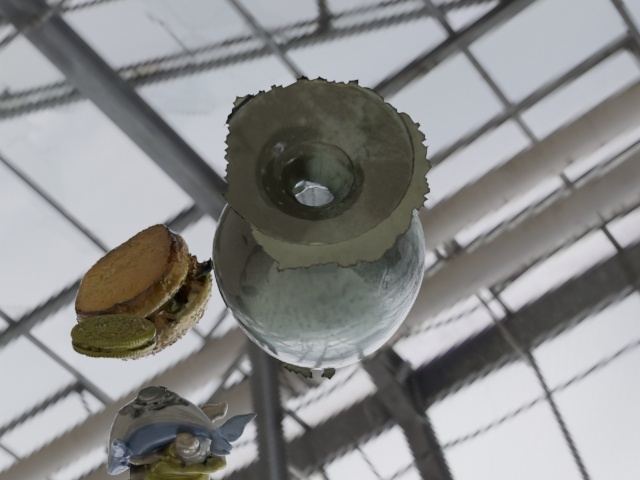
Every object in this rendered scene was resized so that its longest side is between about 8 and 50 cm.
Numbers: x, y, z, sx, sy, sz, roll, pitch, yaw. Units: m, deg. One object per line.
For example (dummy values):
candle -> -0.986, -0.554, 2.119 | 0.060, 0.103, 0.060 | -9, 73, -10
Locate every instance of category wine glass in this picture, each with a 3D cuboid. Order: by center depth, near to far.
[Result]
wine glass -> 0.000, 0.000, 1.422 | 0.238, 0.323, 0.238 | -2, -117, 3

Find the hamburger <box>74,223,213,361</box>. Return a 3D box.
hamburger -> -0.236, 0.080, 1.834 | 0.182, 0.118, 0.191 | -18, -152, 33

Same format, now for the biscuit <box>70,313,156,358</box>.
biscuit -> -0.201, 0.093, 1.348 | 0.084, 0.023, 0.084 | 1, -165, 0

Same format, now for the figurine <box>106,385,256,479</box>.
figurine -> -0.182, 0.267, 1.746 | 0.208, 0.184, 0.128 | -12, -160, 26
